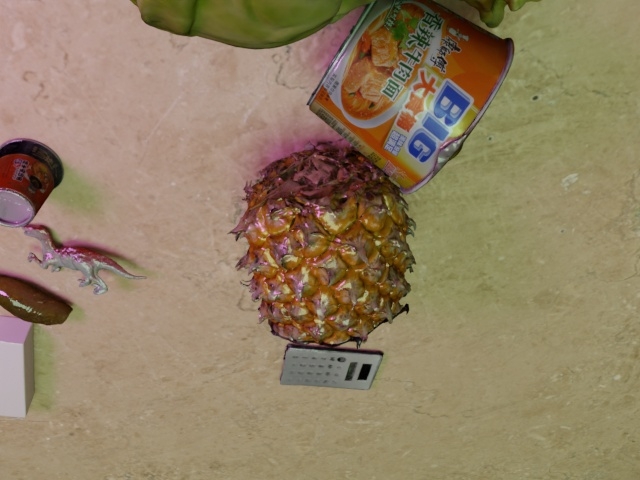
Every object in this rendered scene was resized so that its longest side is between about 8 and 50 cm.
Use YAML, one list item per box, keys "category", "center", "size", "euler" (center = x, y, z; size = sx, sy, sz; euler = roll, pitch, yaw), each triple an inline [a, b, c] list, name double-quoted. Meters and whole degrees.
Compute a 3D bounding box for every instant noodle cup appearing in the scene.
- category: "instant noodle cup"
  center: [0.125, -0.246, 0.929]
  size: [0.213, 0.296, 0.296]
  euler: [32, 123, -6]
- category: "instant noodle cup"
  center: [-0.549, -0.099, 1.090]
  size: [0.127, 0.136, 0.127]
  euler: [-3, 131, -3]

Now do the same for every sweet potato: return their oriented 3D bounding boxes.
- category: "sweet potato"
  center: [-0.672, 0.127, 1.314]
  size: [0.243, 0.077, 0.077]
  euler: [31, 122, -28]

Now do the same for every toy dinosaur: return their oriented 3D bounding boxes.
- category: "toy dinosaur"
  center: [-0.496, 0.044, 1.268]
  size: [0.241, 0.053, 0.168]
  euler: [4, 124, 3]

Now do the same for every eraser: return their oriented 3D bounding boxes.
- category: "eraser"
  center: [-0.754, 0.316, 1.467]
  size: [0.076, 0.078, 0.298]
  euler: [11, 128, -13]

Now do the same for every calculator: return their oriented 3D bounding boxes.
- category: "calculator"
  center: [0.028, 0.339, 1.585]
  size: [0.261, 0.021, 0.161]
  euler: [6, 130, -9]

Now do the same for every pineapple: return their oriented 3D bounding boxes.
- category: "pineapple"
  center: [0.002, -0.002, 1.095]
  size: [0.351, 0.352, 0.300]
  euler: [-10, 124, 4]

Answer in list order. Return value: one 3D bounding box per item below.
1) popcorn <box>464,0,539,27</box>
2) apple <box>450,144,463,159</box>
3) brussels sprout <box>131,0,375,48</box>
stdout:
- category: "popcorn"
  center: [0.261, -0.434, 0.834]
  size: [0.255, 0.195, 0.255]
  euler: [1, 139, -30]
- category: "apple"
  center: [0.224, -0.185, 1.118]
  size: [0.089, 0.075, 0.090]
  euler: [-8, 151, -4]
- category: "brussels sprout"
  center: [-0.123, -0.401, 0.719]
  size: [0.424, 0.343, 0.361]
  euler: [7, 167, -30]
